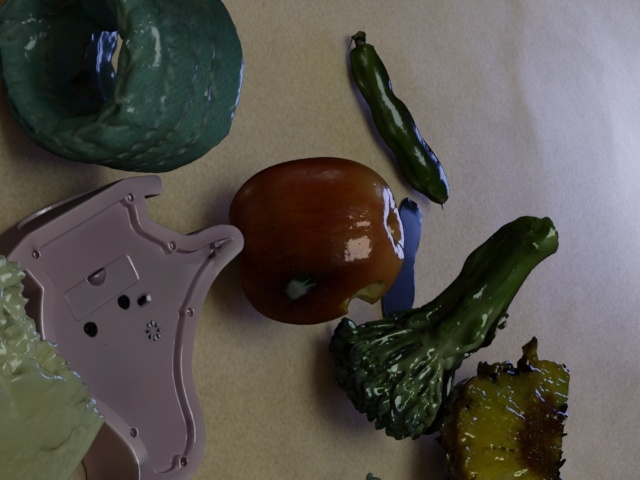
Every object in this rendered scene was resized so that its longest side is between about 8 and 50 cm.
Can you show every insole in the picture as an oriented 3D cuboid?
[{"bbox_3d":[0.103,0.028,1.717,0.064,0.004,0.188,39,51,-37],"label":"insole"}]

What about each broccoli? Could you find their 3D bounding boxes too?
[{"bbox_3d":[0.147,0.082,1.538,0.165,0.304,0.145,48,3,32],"label":"broccoli"}]

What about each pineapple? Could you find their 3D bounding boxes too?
[{"bbox_3d":[0.205,0.260,1.690,0.161,0.158,0.334,19,51,-3],"label":"pineapple"}]

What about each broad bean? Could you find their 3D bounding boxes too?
[{"bbox_3d":[0.099,-0.144,1.735,0.254,0.046,0.065,60,28,-16],"label":"broad bean"}]

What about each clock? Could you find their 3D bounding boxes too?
[{"bbox_3d":[-0.173,0.077,1.303,0.290,0.080,0.275,-42,111,-47],"label":"clock"}]

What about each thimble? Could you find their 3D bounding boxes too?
[{"bbox_3d":[-0.194,-0.170,1.270,0.143,0.235,0.198,3,117,-51],"label":"thimble"}]

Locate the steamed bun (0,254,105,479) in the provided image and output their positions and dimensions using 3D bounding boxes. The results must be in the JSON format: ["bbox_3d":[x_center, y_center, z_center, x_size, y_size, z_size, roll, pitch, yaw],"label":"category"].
[{"bbox_3d":[-0.300,0.114,0.983,0.272,0.290,0.273,29,75,-49],"label":"steamed bun"}]

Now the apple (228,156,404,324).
[{"bbox_3d":[0.000,0.000,1.451,0.199,0.199,0.199,20,63,-46],"label":"apple"}]

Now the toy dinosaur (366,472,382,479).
[{"bbox_3d":[0.084,0.345,1.469,0.242,0.053,0.167,48,50,11],"label":"toy dinosaur"}]
